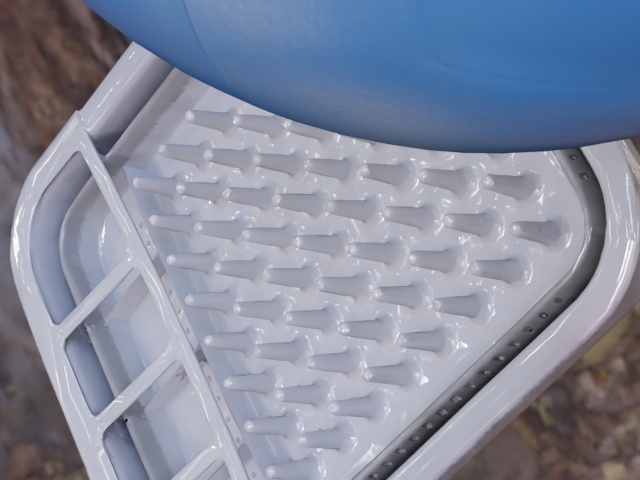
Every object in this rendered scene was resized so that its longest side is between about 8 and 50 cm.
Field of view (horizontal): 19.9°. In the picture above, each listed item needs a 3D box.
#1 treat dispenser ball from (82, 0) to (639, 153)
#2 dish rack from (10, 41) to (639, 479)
[{"bbox_3d":[0.040,-0.163,0.409,0.288,0.288,0.288,-22,20,9],"label":"treat dispenser ball"},{"bbox_3d":[0.000,0.000,0.825,0.072,0.285,0.333,6,-43,-43],"label":"dish rack"}]
